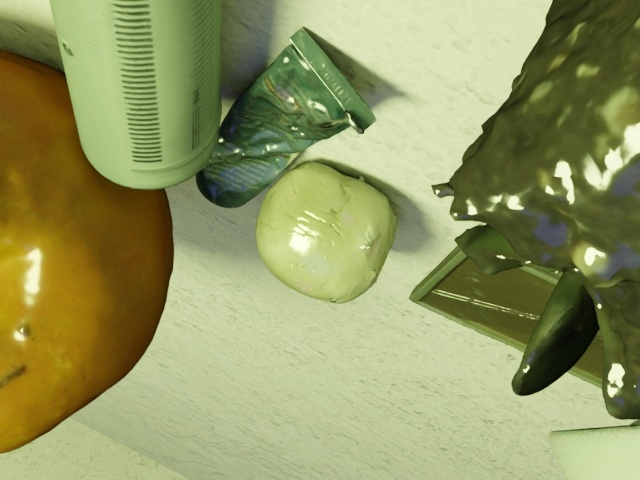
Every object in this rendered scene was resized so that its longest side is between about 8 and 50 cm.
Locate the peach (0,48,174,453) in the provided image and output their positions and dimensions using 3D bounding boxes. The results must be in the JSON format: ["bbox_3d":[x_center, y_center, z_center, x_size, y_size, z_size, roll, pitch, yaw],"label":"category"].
[{"bbox_3d":[-0.290,0.003,0.914,0.342,0.343,0.301,33,-178,-23],"label":"peach"}]

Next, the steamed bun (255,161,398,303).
[{"bbox_3d":[0.000,0.000,0.914,0.112,0.091,0.130,24,159,3],"label":"steamed bun"}]

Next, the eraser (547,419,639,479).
[{"bbox_3d":[0.345,0.125,0.624,0.396,0.082,0.213,1,170,-32],"label":"eraser"}]

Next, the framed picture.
[{"bbox_3d":[0.221,0.077,0.972,0.265,0.018,0.192,25,159,-4],"label":"framed picture"}]

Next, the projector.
[{"bbox_3d":[-0.110,-0.141,0.673,0.108,0.108,0.337,22,158,3],"label":"projector"}]

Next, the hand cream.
[{"bbox_3d":[-0.039,-0.074,0.833,0.075,0.052,0.248,28,158,-15],"label":"hand cream"}]

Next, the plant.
[{"bbox_3d":[0.168,-0.035,0.546,0.188,0.199,0.276,33,154,-8],"label":"plant"}]
